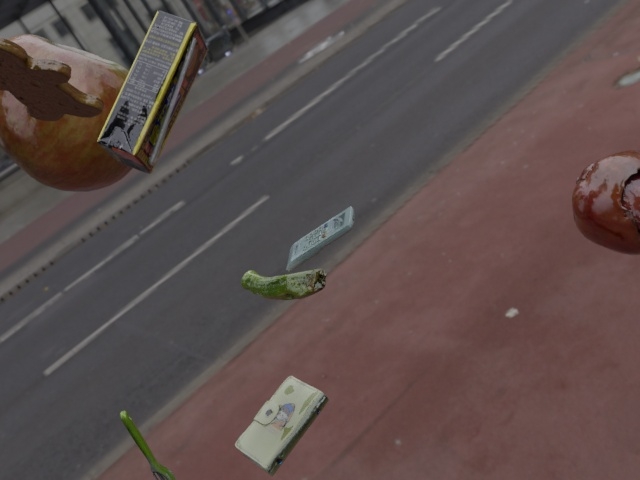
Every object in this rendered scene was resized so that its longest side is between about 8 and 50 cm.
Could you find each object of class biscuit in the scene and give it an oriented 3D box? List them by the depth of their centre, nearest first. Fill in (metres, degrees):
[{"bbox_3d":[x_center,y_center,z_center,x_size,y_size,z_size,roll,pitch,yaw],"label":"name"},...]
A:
[{"bbox_3d":[-0.384,-0.216,0.968,0.138,0.205,0.031,-2,74,20],"label":"biscuit"}]

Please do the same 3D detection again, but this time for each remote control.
[{"bbox_3d":[0.000,0.000,1.340,0.162,0.029,0.061,-33,28,27],"label":"remote control"}]

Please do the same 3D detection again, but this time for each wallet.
[{"bbox_3d":[-0.064,0.309,1.232,0.155,0.039,0.110,-50,35,-19],"label":"wallet"}]

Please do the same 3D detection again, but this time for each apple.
[{"bbox_3d":[-0.467,-0.224,1.334,0.309,0.250,0.277,31,16,32],"label":"apple"}]

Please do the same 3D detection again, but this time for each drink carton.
[{"bbox_3d":[-0.184,-0.163,0.820,0.071,0.056,0.165,67,-137,-77],"label":"drink carton"}]

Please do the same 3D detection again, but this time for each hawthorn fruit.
[{"bbox_3d":[0.433,-0.044,1.008,0.148,0.148,0.172,-39,62,-17],"label":"hawthorn fruit"}]

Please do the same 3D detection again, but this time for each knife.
[{"bbox_3d":[-0.262,0.337,1.140,0.026,0.184,0.022,-31,21,-15],"label":"knife"}]

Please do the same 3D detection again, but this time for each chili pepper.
[{"bbox_3d":[-0.070,0.078,1.281,0.050,0.051,0.202,-15,8,-42],"label":"chili pepper"}]
